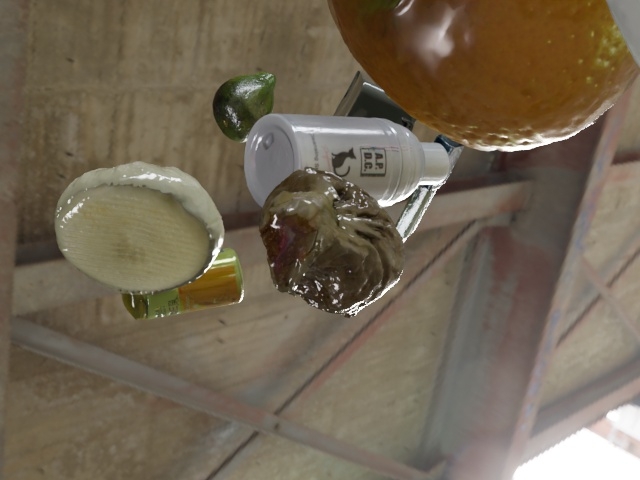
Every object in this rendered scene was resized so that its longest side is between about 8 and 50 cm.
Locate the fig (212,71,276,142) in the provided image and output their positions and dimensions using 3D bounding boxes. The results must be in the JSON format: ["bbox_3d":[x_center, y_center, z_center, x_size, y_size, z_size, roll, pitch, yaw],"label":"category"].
[{"bbox_3d":[-0.140,-0.275,1.782,0.156,0.123,0.123,-41,-42,-32],"label":"fig"}]

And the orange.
[{"bbox_3d":[0.122,-0.239,0.754,0.196,0.334,0.262,18,-53,-42],"label":"orange"}]

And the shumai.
[{"bbox_3d":[0.000,0.000,1.122,0.166,0.206,0.175,-51,-11,5],"label":"shumai"}]

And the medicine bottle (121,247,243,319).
[{"bbox_3d":[-0.280,0.090,1.795,0.239,0.124,0.124,-11,-57,-15],"label":"medicine bottle"}]

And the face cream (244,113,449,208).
[{"bbox_3d":[0.072,-0.122,1.386,0.370,0.145,0.145,-5,-64,-38],"label":"face cream"}]

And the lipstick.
[{"bbox_3d":[0.221,-0.092,1.969,0.051,0.051,0.312,-18,-39,-47],"label":"lipstick"}]

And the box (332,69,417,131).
[{"bbox_3d":[0.113,-0.263,1.875,0.135,0.243,0.163,26,-74,-9],"label":"box"}]

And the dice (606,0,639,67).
[{"bbox_3d":[0.272,-0.183,0.293,0.277,0.304,0.304,-22,-80,-31],"label":"dice"}]

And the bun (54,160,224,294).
[{"bbox_3d":[-0.314,-0.034,1.552,0.287,0.146,0.287,0,-48,0],"label":"bun"}]
